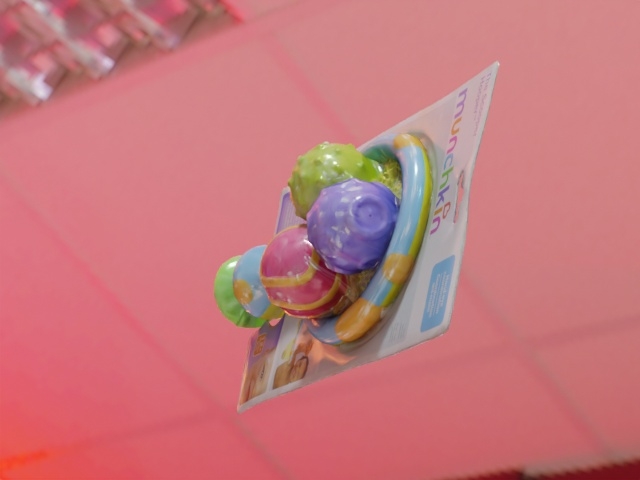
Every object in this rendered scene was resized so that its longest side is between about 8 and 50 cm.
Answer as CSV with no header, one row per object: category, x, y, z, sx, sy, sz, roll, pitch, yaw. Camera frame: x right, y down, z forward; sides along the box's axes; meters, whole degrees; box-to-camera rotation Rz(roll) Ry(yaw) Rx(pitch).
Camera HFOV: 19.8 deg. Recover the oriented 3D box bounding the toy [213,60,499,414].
toy,0.000,0.000,0.925,0.056,0.137,0.237,19,-21,-18
